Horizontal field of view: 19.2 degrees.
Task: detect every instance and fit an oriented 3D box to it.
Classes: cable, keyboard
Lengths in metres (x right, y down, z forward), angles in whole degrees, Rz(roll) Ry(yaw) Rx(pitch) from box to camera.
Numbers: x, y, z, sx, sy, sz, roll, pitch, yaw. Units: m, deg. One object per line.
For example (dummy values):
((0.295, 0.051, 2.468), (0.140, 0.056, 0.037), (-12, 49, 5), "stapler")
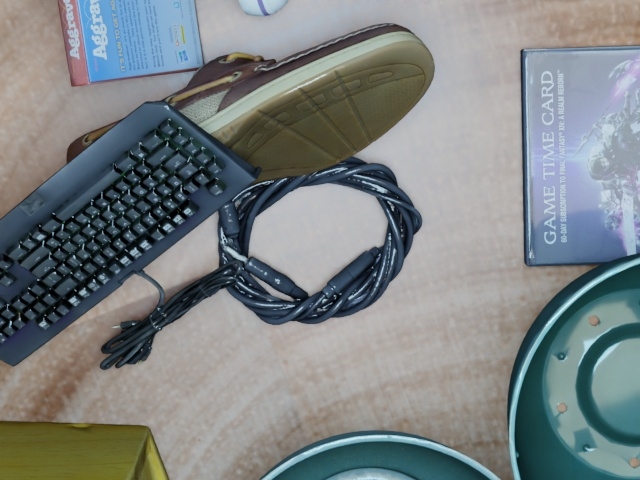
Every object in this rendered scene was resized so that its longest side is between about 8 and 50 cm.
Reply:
((0.000, 0.000, 1.689), (0.184, 0.047, 0.151), (-4, 95, -2), "cable")
((-0.173, 0.020, 1.621), (0.201, 0.033, 0.317), (36, 124, -29), "keyboard")

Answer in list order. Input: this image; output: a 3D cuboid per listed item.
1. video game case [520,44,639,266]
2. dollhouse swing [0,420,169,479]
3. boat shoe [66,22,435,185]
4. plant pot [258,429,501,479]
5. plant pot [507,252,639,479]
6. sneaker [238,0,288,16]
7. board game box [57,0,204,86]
((0.319, -0.078, 1.702), (0.274, 0.026, 0.196), (-2, 95, 0), "video game case")
((-0.240, 0.328, 1.563), (0.315, 0.347, 0.305), (2, 96, -2), "dollhouse swing")
((-0.070, -0.114, 1.634), (0.342, 0.123, 0.123), (-27, 56, 14), "boat shoe")
((0.046, 0.295, 1.642), (0.293, 0.196, 0.293), (0, 94, -2), "plant pot")
((0.293, 0.142, 1.615), (0.293, 0.235, 0.293), (0, 95, -1), "plant pot")
((0.016, -0.322, 1.615), (0.161, 0.102, 0.282), (12, 95, 12), "sneaker")
((-0.176, -0.278, 1.621), (0.027, 0.145, 0.281), (-4, 97, 39), "board game box")
